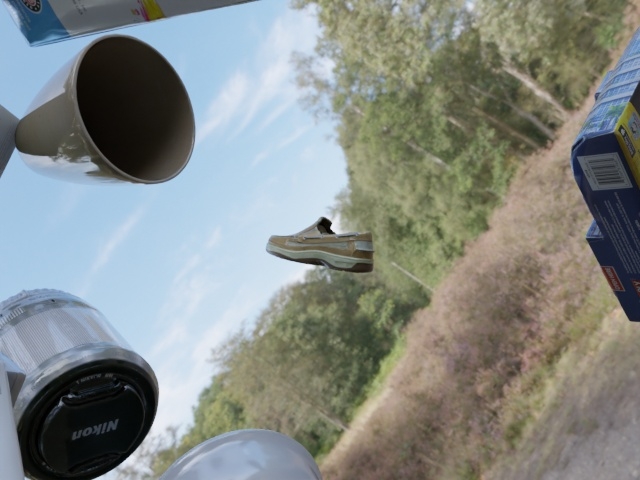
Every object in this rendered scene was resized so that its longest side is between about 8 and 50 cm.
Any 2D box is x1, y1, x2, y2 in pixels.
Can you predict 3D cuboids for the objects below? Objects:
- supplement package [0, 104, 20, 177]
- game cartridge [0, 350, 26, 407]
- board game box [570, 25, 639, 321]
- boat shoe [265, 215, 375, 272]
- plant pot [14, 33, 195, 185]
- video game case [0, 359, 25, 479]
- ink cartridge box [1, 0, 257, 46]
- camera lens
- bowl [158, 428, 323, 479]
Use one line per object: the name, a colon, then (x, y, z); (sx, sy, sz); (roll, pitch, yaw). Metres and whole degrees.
supplement package: (-0.698, -0.211, 1.056); (0.293, 0.178, 0.175); (51, -131, -57)
game cartridge: (-0.427, 0.136, 0.542); (0.062, 0.298, 0.198); (76, -149, -81)
board game box: (0.268, -0.069, 0.488); (0.060, 0.194, 0.194); (-1, 45, 50)
boat shoe: (0.000, 0.000, 0.919); (0.068, 0.190, 0.072); (-1, -82, -56)
plant pot: (-0.413, -0.200, 1.121); (0.274, 0.256, 0.256); (-11, 20, 33)
video game case: (-0.223, 0.124, 0.288); (0.157, 0.143, 0.019); (1, -47, -37)
ink cartridge box: (-0.139, -0.304, 0.504); (0.197, 0.270, 0.198); (-58, -42, -41)
camera lens: (-0.394, 0.215, 0.951); (0.220, 0.274, 0.219); (-19, -59, -35)
bowl: (-0.097, 0.427, 0.859); (0.297, 0.298, 0.134); (-54, 28, -9)
